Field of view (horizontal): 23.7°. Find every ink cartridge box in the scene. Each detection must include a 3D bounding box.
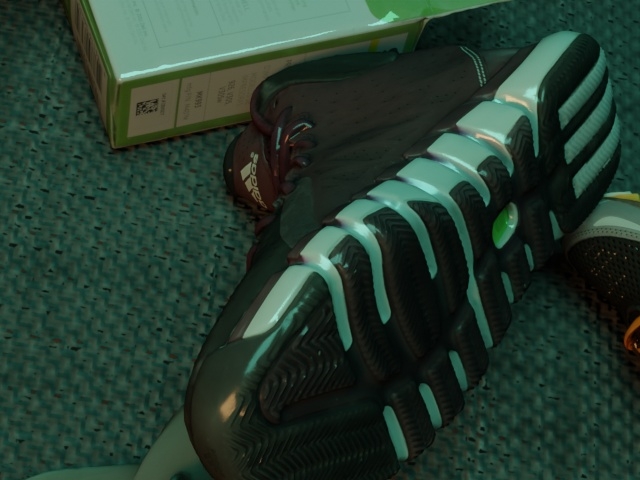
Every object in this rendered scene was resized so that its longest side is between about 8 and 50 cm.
[{"bbox_3d":[-0.017,-0.125,0.755,0.209,0.062,0.109,-14,64,-16],"label":"ink cartridge box"}]

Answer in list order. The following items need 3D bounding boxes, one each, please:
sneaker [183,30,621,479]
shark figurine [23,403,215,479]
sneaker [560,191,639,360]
[{"bbox_3d":[0.000,0.000,0.649,0.162,0.106,0.281,9,36,36],"label":"sneaker"},{"bbox_3d":[-0.043,0.148,0.570,0.166,0.116,0.278,-2,59,-8],"label":"shark figurine"},{"bbox_3d":[0.182,0.062,0.671,0.083,0.084,0.215,-42,72,-17],"label":"sneaker"}]
